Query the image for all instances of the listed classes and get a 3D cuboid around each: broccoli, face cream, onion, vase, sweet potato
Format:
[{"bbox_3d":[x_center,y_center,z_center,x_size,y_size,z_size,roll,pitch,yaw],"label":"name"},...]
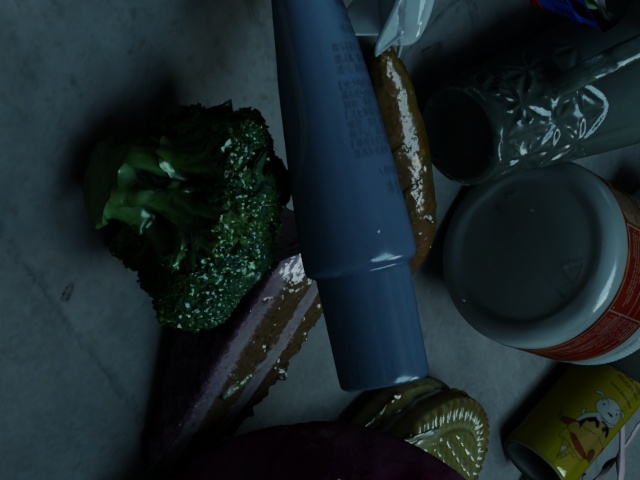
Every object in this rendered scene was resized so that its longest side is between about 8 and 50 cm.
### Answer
[{"bbox_3d":[-0.097,-0.023,1.176,0.156,0.195,0.195,19,100,-36],"label":"broccoli"},{"bbox_3d":[0.254,0.024,1.625,0.187,0.201,0.201,19,100,-56],"label":"face cream"},{"bbox_3d":[0.000,0.319,1.436,0.358,0.345,0.358,-5,114,-11],"label":"onion"},{"bbox_3d":[0.239,-0.146,1.504,0.301,0.156,0.251,-23,174,-39],"label":"vase"},{"bbox_3d":[0.011,-0.079,1.156,0.135,0.086,0.385,-1,79,-82],"label":"face cream"},{"bbox_3d":[0.384,0.171,1.993,0.349,0.105,0.105,-45,144,-21],"label":"face cream"},{"bbox_3d":[0.078,-0.061,1.446,0.066,0.072,0.314,-45,147,-33],"label":"sweet potato"}]

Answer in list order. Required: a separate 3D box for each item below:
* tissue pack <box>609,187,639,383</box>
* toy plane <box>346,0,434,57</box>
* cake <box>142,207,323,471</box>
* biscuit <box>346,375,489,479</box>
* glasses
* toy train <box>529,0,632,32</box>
[{"bbox_3d":[0.471,0.075,1.824,0.229,0.333,0.236,-45,144,-20],"label":"tissue pack"},{"bbox_3d":[0.077,-0.273,1.230,0.251,0.101,0.255,-33,130,-77],"label":"toy plane"},{"bbox_3d":[-0.082,0.085,1.358,0.116,0.113,0.295,-13,138,-45],"label":"cake"},{"bbox_3d":[0.088,0.264,1.702,0.259,0.079,0.259,-33,140,-33],"label":"biscuit"},{"bbox_3d":[0.361,0.308,2.082,0.162,0.095,0.255,26,91,-48],"label":"glasses"},{"bbox_3d":[0.206,-0.281,1.389,0.083,0.131,0.204,-57,146,-3],"label":"toy train"}]
